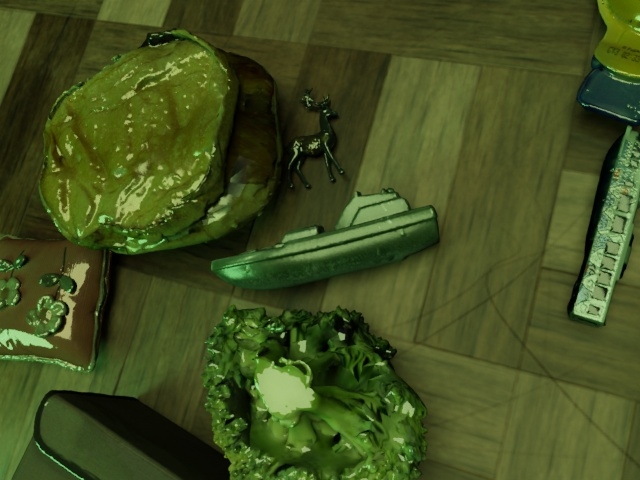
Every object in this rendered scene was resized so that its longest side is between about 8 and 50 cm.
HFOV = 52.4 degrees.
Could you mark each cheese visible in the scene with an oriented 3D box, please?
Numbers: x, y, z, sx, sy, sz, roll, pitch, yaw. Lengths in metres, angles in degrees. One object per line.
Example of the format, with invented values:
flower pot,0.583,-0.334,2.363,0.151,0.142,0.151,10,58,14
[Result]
cheese,0.353,-0.234,0.684,0.156,0.064,0.250,29,81,23

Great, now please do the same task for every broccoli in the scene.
broccoli,-0.015,0.153,0.635,0.198,0.176,0.226,-32,91,-9

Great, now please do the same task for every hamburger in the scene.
hamburger,-0.182,-0.111,0.775,0.284,0.134,0.266,-8,75,19

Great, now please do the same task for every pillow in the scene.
pillow,-0.347,0.071,0.803,0.179,0.075,0.171,0,75,17

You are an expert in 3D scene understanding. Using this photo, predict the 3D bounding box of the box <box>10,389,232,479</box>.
box,-0.165,0.278,0.642,0.252,0.188,0.153,24,81,18

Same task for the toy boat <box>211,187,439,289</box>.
toy boat,0.000,0.000,0.719,0.260,0.078,0.085,-14,90,11

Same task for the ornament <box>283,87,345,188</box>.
ornament,-0.012,-0.126,0.784,0.073,0.028,0.125,-12,75,12

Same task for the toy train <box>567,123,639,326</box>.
toy train,0.294,-0.017,0.657,0.047,0.043,0.208,16,81,19
